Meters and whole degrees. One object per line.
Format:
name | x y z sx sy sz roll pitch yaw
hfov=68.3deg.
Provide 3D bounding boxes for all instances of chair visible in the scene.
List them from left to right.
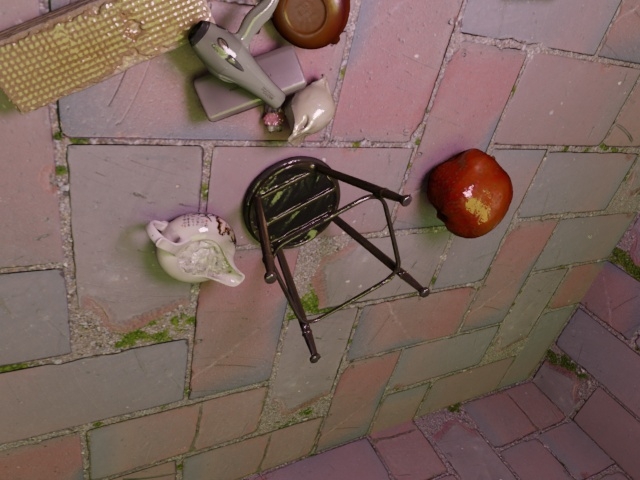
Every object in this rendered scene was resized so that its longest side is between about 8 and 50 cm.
chair | 0.000 0.000 1.249 0.365 0.410 0.361 -30 134 -8

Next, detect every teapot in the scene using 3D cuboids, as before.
teapot | -0.337 0.023 1.243 0.208 0.165 0.300 -39 147 17
teapot | -0.033 -0.533 1.024 0.178 0.135 0.252 -22 121 25

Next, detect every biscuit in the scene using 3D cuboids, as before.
biscuit | -0.416 -0.393 0.911 0.426 0.078 0.144 -29 136 -9

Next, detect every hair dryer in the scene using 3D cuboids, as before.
hair dryer | -0.108 -0.403 0.986 0.267 0.092 0.229 -35 130 -1

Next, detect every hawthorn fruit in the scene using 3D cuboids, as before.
hawthorn fruit | 0.491 -0.165 1.545 0.299 0.275 0.275 -51 136 -10

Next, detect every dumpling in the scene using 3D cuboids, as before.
dumpling | -0.029 -0.313 1.181 0.181 0.111 0.155 -37 170 -6

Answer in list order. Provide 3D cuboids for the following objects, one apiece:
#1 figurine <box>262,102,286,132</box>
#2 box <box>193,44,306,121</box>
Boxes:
figurine | -0.110 -0.330 1.167 0.072 0.054 0.129 -6 128 -7
box | -0.159 -0.358 1.079 0.244 0.055 0.103 -23 104 -6
